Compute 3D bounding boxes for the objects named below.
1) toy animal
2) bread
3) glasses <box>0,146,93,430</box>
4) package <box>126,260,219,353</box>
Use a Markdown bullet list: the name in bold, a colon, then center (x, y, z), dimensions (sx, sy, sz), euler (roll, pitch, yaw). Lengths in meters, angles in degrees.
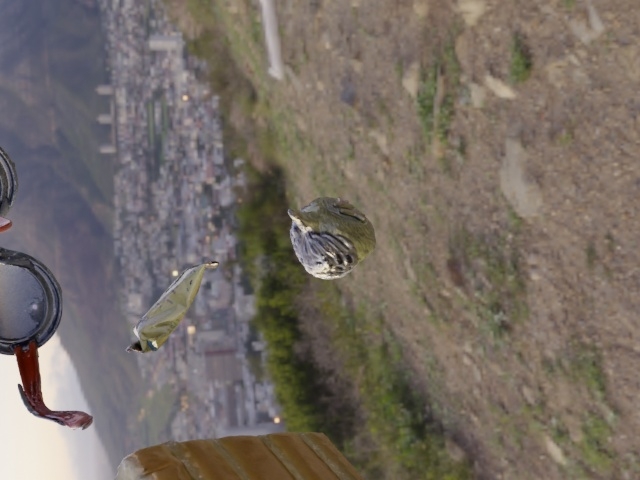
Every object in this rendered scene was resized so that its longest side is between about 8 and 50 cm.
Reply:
- **toy animal**: center (0.000, 0.000, 1.053), dimensions (0.098, 0.137, 0.098), euler (-1, 88, 44)
- **bread**: center (-0.038, 0.279, 0.770), dimensions (0.246, 0.239, 0.111), euler (40, 114, 43)
- **glasses**: center (-0.287, 0.037, 0.763), dimensions (0.268, 0.118, 0.234), euler (-140, 34, -65)
- **package**: center (-0.147, 0.064, 0.912), dimensions (0.120, 0.031, 0.108), euler (-50, 7, -6)
